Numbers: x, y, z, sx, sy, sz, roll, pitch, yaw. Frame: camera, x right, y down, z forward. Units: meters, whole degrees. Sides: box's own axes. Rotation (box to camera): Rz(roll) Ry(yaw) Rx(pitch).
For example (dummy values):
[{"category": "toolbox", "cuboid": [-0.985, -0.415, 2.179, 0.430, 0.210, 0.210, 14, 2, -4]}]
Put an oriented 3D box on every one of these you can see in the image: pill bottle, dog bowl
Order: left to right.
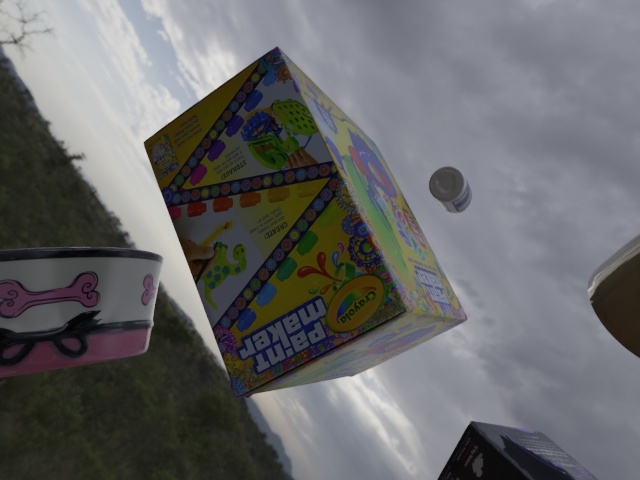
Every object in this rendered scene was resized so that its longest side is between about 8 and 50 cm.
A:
[{"category": "dog bowl", "cuboid": [-0.431, 0.116, 0.820, 0.408, 0.407, 0.150, 146, -62, -73]}, {"category": "pill bottle", "cuboid": [0.244, -0.089, 1.045, 0.067, 0.067, 0.120, 47, 8, 24]}]

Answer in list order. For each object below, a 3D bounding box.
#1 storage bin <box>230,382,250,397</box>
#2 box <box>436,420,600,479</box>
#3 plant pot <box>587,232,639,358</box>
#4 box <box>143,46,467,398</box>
[{"category": "storage bin", "cuboid": [-0.154, 0.295, 1.313, 0.098, 0.091, 0.135, 40, 20, -27]}, {"category": "box", "cuboid": [0.264, 0.341, 0.604, 0.165, 0.143, 0.270, 20, 11, -35]}, {"category": "plant pot", "cuboid": [0.639, 0.042, 0.940, 0.256, 0.256, 0.274, 46, -38, 27]}, {"category": "box", "cuboid": [0.000, 0.000, 0.632, 0.279, 0.177, 0.290, 65, 17, 18]}]
